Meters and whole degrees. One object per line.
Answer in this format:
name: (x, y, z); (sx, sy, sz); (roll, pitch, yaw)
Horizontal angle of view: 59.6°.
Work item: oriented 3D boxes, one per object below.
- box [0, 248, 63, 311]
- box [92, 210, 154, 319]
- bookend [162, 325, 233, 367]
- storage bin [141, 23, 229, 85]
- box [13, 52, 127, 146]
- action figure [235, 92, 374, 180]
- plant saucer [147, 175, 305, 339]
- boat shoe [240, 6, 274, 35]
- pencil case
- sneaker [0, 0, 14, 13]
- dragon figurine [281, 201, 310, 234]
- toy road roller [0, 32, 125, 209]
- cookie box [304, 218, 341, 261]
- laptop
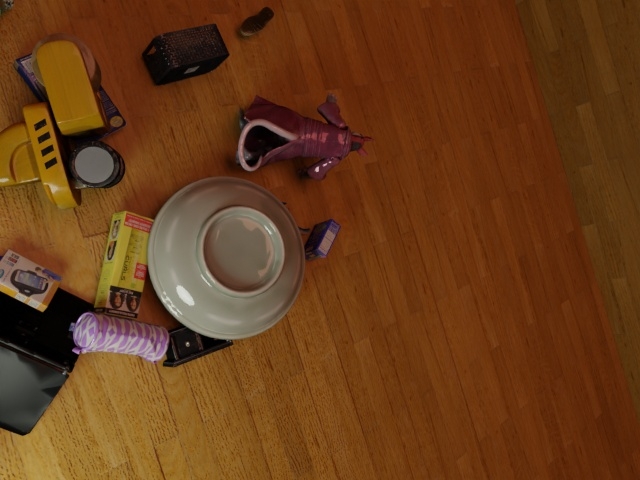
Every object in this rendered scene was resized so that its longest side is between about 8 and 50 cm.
box: (-0.604, 0.077, 1.132); (0.136, 0.028, 0.081); (37, 37, -26)
box: (-0.438, 0.057, 1.256); (0.087, 0.058, 0.232); (24, 67, -46)
bookend: (-0.308, 0.198, 1.325); (0.156, 0.072, 0.157); (-15, 90, -36)
storage bin: (-0.334, -0.463, 1.394); (0.180, 0.122, 0.084); (-30, 99, -35)
box: (-0.559, -0.326, 1.262); (0.136, 0.036, 0.225); (-41, 106, -33)
action figure: (-0.032, -0.285, 1.477); (0.369, 0.276, 0.248); (4, 97, -8)
plant saucer: (-0.197, 0.031, 1.322); (0.400, 0.100, 0.401); (6, 78, -29)
boat shoe: (-0.182, -0.608, 1.576); (0.050, 0.045, 0.135); (47, 55, -7)
pencil case: (-0.425, 0.211, 1.201); (0.206, 0.086, 0.088); (23, 73, -49)
sneaker: (-0.707, -0.480, 1.133); (0.182, 0.158, 0.411); (-3, 88, -53)
dragon figurine: (-0.136, -0.058, 1.485); (0.289, 0.085, 0.144); (-13, 90, -35)
toy road roller: (-0.547, -0.227, 1.129); (0.240, 0.202, 0.330); (-14, 99, -15)
cookie box: (0.000, 0.000, 1.569); (0.040, 0.091, 0.107); (37, 63, -21)
laptop: (-0.625, 0.214, 1.133); (0.234, 0.136, 0.264); (35, 38, -26)
